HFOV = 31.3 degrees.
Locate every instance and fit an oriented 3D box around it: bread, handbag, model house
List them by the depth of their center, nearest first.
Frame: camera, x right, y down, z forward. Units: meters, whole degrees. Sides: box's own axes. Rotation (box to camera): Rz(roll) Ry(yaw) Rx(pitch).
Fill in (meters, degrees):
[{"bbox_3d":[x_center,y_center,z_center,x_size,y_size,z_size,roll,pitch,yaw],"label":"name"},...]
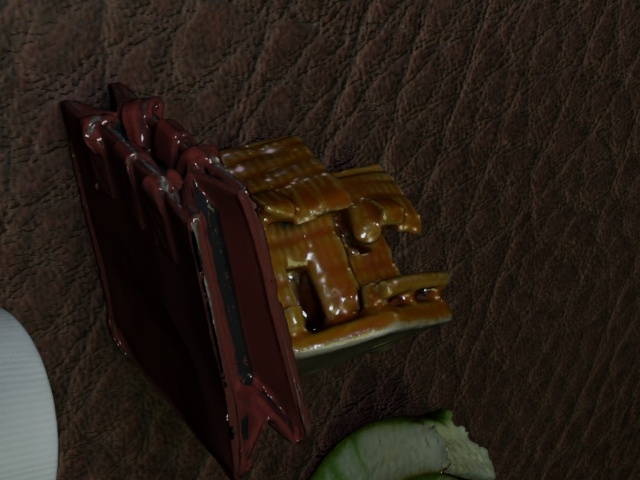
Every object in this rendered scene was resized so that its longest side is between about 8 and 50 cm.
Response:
[{"bbox_3d":[-0.115,0.030,0.936,0.084,0.260,0.275,-23,125,-22],"label":"handbag"},{"bbox_3d":[0.001,0.002,1.057,0.199,0.219,0.229,-22,82,-15],"label":"model house"},{"bbox_3d":[0.116,0.370,1.226,0.129,0.366,0.382,19,69,-41],"label":"bread"}]

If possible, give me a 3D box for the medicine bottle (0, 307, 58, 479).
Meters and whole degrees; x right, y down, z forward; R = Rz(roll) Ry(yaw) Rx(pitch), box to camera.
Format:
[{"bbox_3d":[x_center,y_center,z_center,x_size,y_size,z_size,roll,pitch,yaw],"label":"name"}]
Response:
[{"bbox_3d":[-0.373,0.157,0.826,0.306,0.245,0.245,-5,117,-43],"label":"medicine bottle"}]
